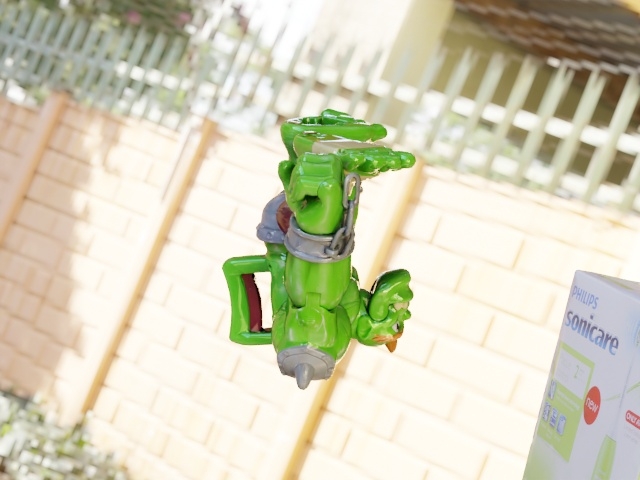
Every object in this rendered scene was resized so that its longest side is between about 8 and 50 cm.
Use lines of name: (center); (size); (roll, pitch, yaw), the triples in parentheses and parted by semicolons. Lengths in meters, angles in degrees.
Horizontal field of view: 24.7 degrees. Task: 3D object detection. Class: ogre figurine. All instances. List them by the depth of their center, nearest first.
ogre figurine: (0.000, 0.000, 0.753); (0.097, 0.118, 0.197); (2, 14, -18)

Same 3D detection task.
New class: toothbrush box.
toothbrush box: (0.248, 0.185, 1.119); (0.122, 0.283, 0.206); (13, 7, -12)
